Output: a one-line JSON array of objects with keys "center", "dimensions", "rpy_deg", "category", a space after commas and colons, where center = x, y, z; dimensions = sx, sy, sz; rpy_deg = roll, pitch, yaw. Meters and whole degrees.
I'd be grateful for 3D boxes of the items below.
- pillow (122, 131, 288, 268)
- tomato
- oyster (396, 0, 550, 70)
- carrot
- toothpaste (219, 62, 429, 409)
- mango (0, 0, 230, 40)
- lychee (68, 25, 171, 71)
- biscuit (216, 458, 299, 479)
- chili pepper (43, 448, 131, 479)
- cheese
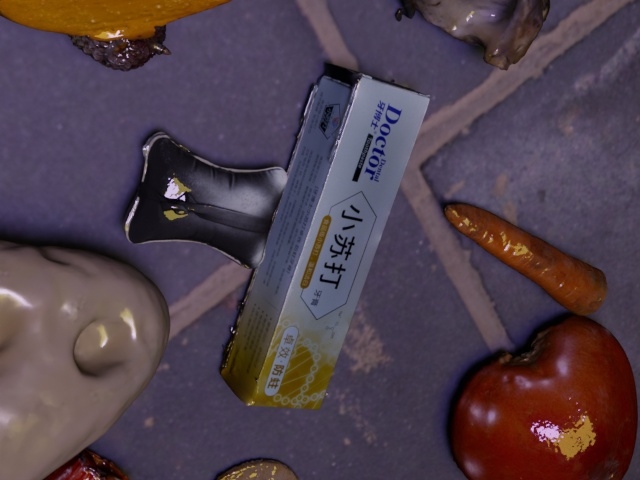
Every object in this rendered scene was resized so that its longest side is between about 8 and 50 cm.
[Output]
[{"center": [-0.097, -0.032, 0.791], "dimensions": [0.135, 0.055, 0.091], "rpy_deg": [13, 73, -32], "category": "pillow"}, {"center": [0.267, 0.206, 1.014], "dimensions": [0.233, 0.139, 0.200], "rpy_deg": [-33, 127, -11], "category": "tomato"}, {"center": [0.108, -0.273, 0.740], "dimensions": [0.198, 0.133, 0.337], "rpy_deg": [-56, 142, -28], "category": "oyster"}, {"center": [0.204, 0.010, 0.961], "dimensions": [0.224, 0.057, 0.057], "rpy_deg": [28, 96, -27], "category": "carrot"}, {"center": [0.000, 0.000, 0.843], "dimensions": [0.089, 0.071, 0.313], "rpy_deg": [11, 104, -33], "category": "toothpaste"}, {"center": [-0.126, -0.245, 0.618], "dimensions": [0.290, 0.160, 0.191], "rpy_deg": [-4, 75, -22], "category": "mango"}, {"center": [-0.152, -0.158, 0.702], "dimensions": [0.083, 0.067, 0.068], "rpy_deg": [27, 53, -15], "category": "lychee"}, {"center": [-0.072, 0.275, 0.948], "dimensions": [0.120, 0.015, 0.120], "rpy_deg": [-10, 114, -23], "category": "biscuit"}, {"center": [-0.231, 0.248, 0.830], "dimensions": [0.123, 0.070, 0.073], "rpy_deg": [-50, 166, -4], "category": "chili pepper"}, {"center": [-0.306, 0.057, 0.672], "dimensions": [0.351, 0.129, 0.328], "rpy_deg": [-43, 102, -34], "category": "cheese"}]
